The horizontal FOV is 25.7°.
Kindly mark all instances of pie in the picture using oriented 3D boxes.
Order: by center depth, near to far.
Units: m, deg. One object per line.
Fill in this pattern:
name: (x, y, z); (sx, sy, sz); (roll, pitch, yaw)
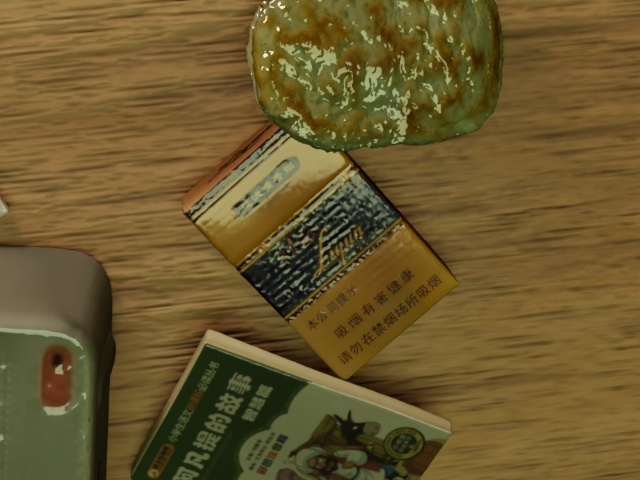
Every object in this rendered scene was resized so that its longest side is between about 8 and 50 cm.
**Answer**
pie: (0.052, -0.181, 1.278); (0.248, 0.090, 0.201); (-6, 87, -16)

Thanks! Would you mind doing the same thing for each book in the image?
book: (-0.031, 0.209, 1.398); (0.264, 0.027, 0.202); (22, 123, -13)

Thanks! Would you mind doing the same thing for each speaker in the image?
speaker: (-0.289, 0.224, 1.317); (0.183, 0.184, 0.406); (3, 107, -8)

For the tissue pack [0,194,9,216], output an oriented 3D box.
tissue pack: (-0.353, -0.025, 1.318); (0.108, 0.023, 0.056); (-29, 108, 1)

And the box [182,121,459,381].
box: (0.000, 0.000, 1.351); (0.152, 0.070, 0.237); (-40, 110, 6)
